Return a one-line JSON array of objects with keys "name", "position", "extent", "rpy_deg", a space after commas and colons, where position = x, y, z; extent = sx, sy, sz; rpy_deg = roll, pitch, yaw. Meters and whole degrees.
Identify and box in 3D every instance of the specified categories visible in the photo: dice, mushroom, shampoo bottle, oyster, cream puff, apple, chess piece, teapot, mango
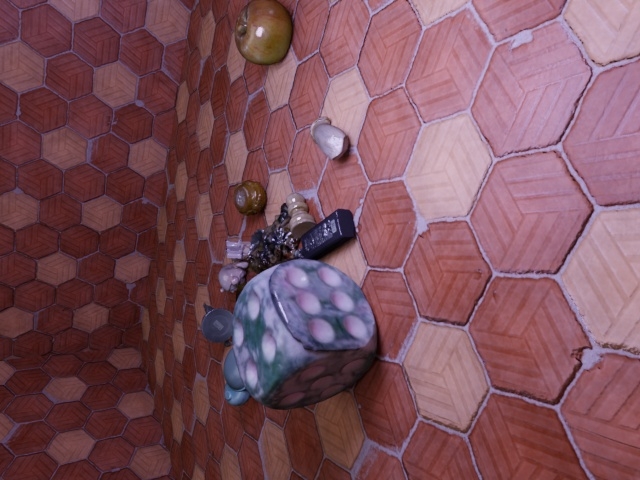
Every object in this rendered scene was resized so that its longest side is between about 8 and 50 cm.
[{"name": "dice", "position": [-0.052, 0.275, 1.389], "extent": [0.348, 0.331, 0.328], "rpy_deg": [-60, 43, 38]}, {"name": "mushroom", "position": [0.028, -0.330, 1.508], "extent": [0.212, 0.088, 0.097], "rpy_deg": [49, 161, 52]}, {"name": "shampoo bottle", "position": [0.000, -0.001, 1.550], "extent": [0.309, 0.071, 0.098], "rpy_deg": [-34, 63, 51]}, {"name": "oyster", "position": [-0.203, 0.003, 1.826], "extent": [0.361, 0.096, 0.221], "rpy_deg": [-31, 54, 44]}, {"name": "cream puff", "position": [-0.290, -0.180, 1.956], "extent": [0.165, 0.115, 0.150], "rpy_deg": [27, 119, 44]}, {"name": "apple", "position": [-0.217, -0.802, 1.793], "extent": [0.261, 0.194, 0.260], "rpy_deg": [-8, 80, 55]}, {"name": "chess piece", "position": [-0.076, -0.098, 1.664], "extent": [0.094, 0.094, 0.170], "rpy_deg": [-57, 37, 39]}, {"name": "teapot", "position": [-0.499, 0.408, 2.241], "extent": [0.239, 0.162, 0.149], "rpy_deg": [63, 157, -11]}, {"name": "mango", "position": [-0.295, 0.260, 1.956], "extent": [0.267, 0.111, 0.133], "rpy_deg": [36, 146, 60]}]

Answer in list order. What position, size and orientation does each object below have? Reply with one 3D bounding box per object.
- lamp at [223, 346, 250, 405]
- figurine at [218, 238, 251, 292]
[{"name": "lamp", "position": [-0.329, 0.554, 1.963], "extent": [0.209, 0.147, 0.283], "rpy_deg": [23, 109, 53]}, {"name": "figurine", "position": [-0.386, 0.131, 2.067], "extent": [0.182, 0.145, 0.256], "rpy_deg": [39, 122, 49]}]
